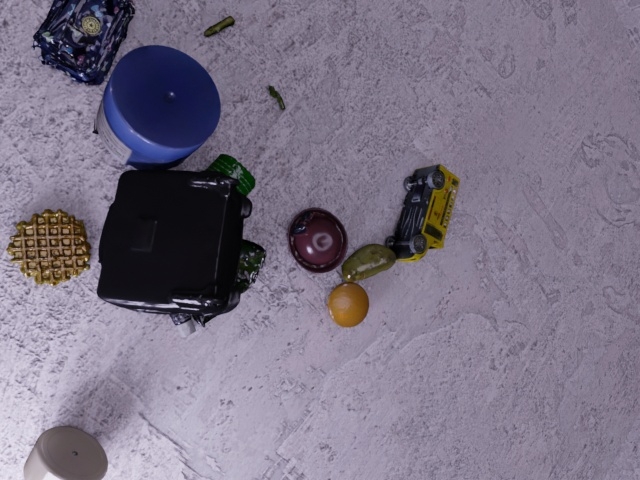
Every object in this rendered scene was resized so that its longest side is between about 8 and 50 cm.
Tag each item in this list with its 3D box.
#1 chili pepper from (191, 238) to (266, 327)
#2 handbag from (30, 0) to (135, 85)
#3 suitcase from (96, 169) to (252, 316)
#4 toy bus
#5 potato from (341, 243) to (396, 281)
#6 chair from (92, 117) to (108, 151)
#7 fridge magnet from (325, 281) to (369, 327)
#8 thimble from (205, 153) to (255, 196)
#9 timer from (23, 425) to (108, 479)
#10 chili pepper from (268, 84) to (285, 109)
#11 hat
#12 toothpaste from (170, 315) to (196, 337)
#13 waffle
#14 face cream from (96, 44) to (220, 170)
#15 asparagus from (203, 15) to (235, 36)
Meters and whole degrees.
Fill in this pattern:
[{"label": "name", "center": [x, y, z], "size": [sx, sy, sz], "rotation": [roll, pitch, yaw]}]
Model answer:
[{"label": "chili pepper", "center": [-0.269, 0.099, 1.282], "size": [0.148, 0.116, 0.264], "rotation": [46, 72, -1]}, {"label": "handbag", "center": [-0.567, -0.515, 1.132], "size": [0.162, 0.113, 0.260], "rotation": [28, 86, -16]}, {"label": "suitcase", "center": [-0.355, 0.006, 1.135], "size": [0.340, 0.188, 0.344], "rotation": [4, 78, 5]}, {"label": "toy bus", "center": [0.341, -0.076, 1.539], "size": [0.152, 0.144, 0.329], "rotation": [24, 78, -27]}, {"label": "potato", "center": [0.148, 0.072, 1.480], "size": [0.188, 0.105, 0.085], "rotation": [-27, 144, -21]}, {"label": "chair", "center": [-0.550, -0.268, 1.179], "size": [0.042, 0.037, 0.086], "rotation": [-3, 87, -37]}, {"label": "fridge magnet", "center": [0.086, 0.200, 1.464], "size": [0.143, 0.063, 0.142], "rotation": [1, 88, -24]}, {"label": "thimble", "center": [-0.249, -0.170, 1.280], "size": [0.130, 0.118, 0.090], "rotation": [38, 77, 7]}, {"label": "timer", "center": [-0.652, 0.595, 1.091], "size": [0.175, 0.175, 0.266], "rotation": [39, 91, -20]}, {"label": "chili pepper", "center": [-0.128, -0.425, 1.385], "size": [0.027, 0.022, 0.083], "rotation": [-41, 110, -21]}, {"label": "hat", "center": [0.000, 0.000, 1.409], "size": [0.206, 0.089, 0.205], "rotation": [0, 89, -24]}, {"label": "toothpaste", "center": [-0.388, 0.163, 1.257], "size": [0.071, 0.045, 0.193], "rotation": [-25, 94, -31]}, {"label": "waffle", "center": [-0.651, 0.017, 1.133], "size": [0.191, 0.038, 0.190], "rotation": [0, 91, -25]}, {"label": "face cream", "center": [-0.396, -0.307, 1.135], "size": [0.249, 0.225, 0.248], "rotation": [5, 81, -33]}, {"label": "asparagus", "center": [-0.282, -0.599, 1.313], "size": [0.108, 0.021, 0.025], "rotation": [-39, 107, -20]}]
